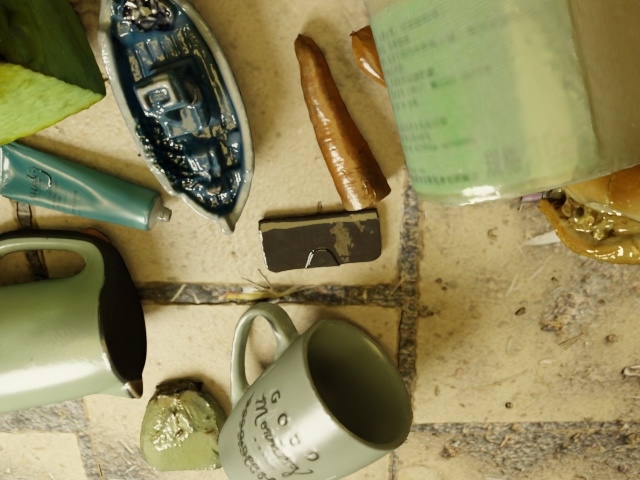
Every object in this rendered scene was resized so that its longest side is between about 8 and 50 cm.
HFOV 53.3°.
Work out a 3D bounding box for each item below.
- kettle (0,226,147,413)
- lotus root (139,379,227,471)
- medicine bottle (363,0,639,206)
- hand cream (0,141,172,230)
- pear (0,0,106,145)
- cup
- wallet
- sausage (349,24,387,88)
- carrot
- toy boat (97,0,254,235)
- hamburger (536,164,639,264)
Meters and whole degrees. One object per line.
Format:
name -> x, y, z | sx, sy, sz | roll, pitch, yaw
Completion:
kettle -> -0.365, 0.104, 0.818 | 0.256, 0.165, 0.240 | -10, 90, 6
lotus root -> -0.207, 0.281, 0.953 | 0.143, 0.070, 0.144 | -5, 119, 3
medicine bottle -> 0.145, -0.254, 0.541 | 0.236, 0.235, 0.406 | -15, 101, 9
hand cream -> -0.293, -0.062, 0.784 | 0.224, 0.048, 0.083 | 16, 121, -2
pear -> -0.382, -0.243, 0.545 | 0.239, 0.342, 0.317 | -20, 90, 7
cup -> -0.044, 0.215, 0.875 | 0.234, 0.186, 0.258 | -41, 82, 29
wallet -> 0.000, 0.000, 0.823 | 0.157, 0.018, 0.082 | -4, 119, 2
sausage -> 0.113, -0.182, 0.700 | 0.183, 0.054, 0.062 | 17, 79, -8
carrot -> 0.016, -0.136, 0.731 | 0.061, 0.061, 0.209 | -21, 112, 12
toy boat -> -0.149, -0.143, 0.676 | 0.129, 0.142, 0.309 | -15, 117, 7
hamburger -> 0.396, -0.057, 0.706 | 0.283, 0.156, 0.143 | -7, 118, 7
